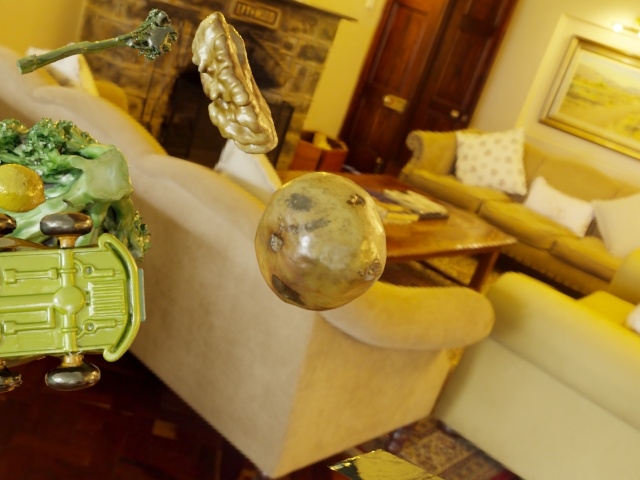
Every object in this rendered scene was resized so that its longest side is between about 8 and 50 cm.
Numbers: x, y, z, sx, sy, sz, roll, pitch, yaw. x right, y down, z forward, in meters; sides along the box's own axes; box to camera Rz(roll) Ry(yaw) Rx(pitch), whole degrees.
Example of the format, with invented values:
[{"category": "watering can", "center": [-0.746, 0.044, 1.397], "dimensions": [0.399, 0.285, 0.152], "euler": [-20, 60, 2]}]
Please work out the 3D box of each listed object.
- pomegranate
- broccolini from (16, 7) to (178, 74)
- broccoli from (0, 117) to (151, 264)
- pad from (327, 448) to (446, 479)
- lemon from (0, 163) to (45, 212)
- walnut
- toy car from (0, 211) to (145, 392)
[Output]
[{"category": "pomegranate", "center": [0.000, 0.000, 1.490], "dimensions": [0.281, 0.281, 0.281], "euler": [18, 17, -6]}, {"category": "broccolini", "center": [-0.345, -0.299, 1.154], "dimensions": [0.254, 0.058, 0.071], "euler": [-23, 55, -22]}, {"category": "broccoli", "center": [-0.388, -0.047, 1.093], "dimensions": [0.307, 0.308, 0.275], "euler": [5, -16, -40]}, {"category": "pad", "center": [0.114, 0.342, 1.049], "dimensions": [0.116, 0.004, 0.193], "euler": [-3, 9, -42]}, {"category": "lemon", "center": [-0.393, -0.068, 0.946], "dimensions": [0.083, 0.062, 0.062], "euler": [24, 15, -18]}, {"category": "walnut", "center": [-0.106, -0.182, 0.890], "dimensions": [0.069, 0.170, 0.143], "euler": [-21, -9, 2]}, {"category": "toy car", "center": [-0.330, 0.071, 0.859], "dimensions": [0.247, 0.201, 0.142], "euler": [1, -4, -13]}]
